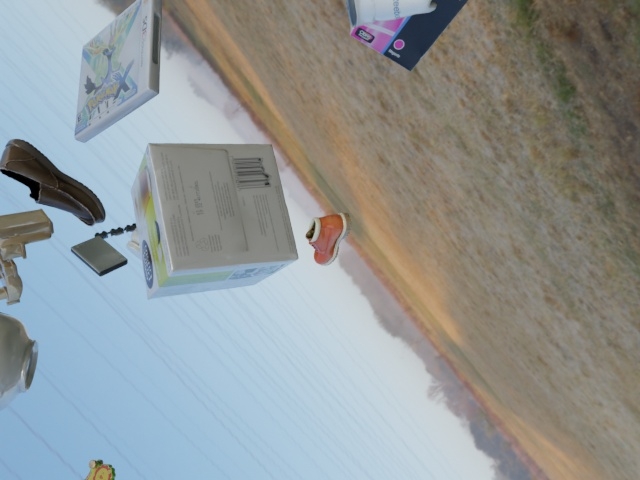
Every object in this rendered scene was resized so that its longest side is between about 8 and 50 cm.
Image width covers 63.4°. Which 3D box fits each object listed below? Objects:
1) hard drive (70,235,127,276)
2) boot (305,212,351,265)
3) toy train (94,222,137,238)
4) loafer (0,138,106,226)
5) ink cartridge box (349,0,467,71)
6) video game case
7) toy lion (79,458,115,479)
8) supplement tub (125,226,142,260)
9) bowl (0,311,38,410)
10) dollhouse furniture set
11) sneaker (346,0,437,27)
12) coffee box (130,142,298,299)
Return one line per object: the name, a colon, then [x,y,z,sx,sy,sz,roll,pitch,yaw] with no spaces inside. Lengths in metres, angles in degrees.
hard drive: [-0.643,0.044,1.508,0.135,0.022,0.094,34,-141,21]
boot: [0.000,0.000,1.096,0.158,0.085,0.059,113,143,-47]
toy train: [-0.729,-0.030,1.864,0.027,0.158,0.036,65,156,17]
loafer: [-0.862,-0.154,1.656,0.366,0.134,0.130,44,-128,-30]
ink cartridge box: [0.232,-0.548,1.084,0.176,0.371,0.069,23,-137,-20]
video game case: [-0.519,-0.441,1.324,0.036,0.329,0.300,19,-119,-49]
toy lion: [-0.608,0.655,1.419,0.096,0.100,0.034,27,172,31]
supplement tub: [-0.571,-0.021,1.826,0.144,0.199,0.144,29,158,13]
bowl: [-0.843,0.331,1.384,0.134,0.298,0.298,9,-159,-17]
dollhouse furniture set: [-0.987,0.093,1.748,0.174,0.355,0.303,-16,-144,-37]
sneaker: [0.126,-0.408,0.722,0.129,0.297,0.111,10,158,16]
coffee box: [-0.311,-0.048,1.440,0.334,0.338,0.337,-32,68,57]
